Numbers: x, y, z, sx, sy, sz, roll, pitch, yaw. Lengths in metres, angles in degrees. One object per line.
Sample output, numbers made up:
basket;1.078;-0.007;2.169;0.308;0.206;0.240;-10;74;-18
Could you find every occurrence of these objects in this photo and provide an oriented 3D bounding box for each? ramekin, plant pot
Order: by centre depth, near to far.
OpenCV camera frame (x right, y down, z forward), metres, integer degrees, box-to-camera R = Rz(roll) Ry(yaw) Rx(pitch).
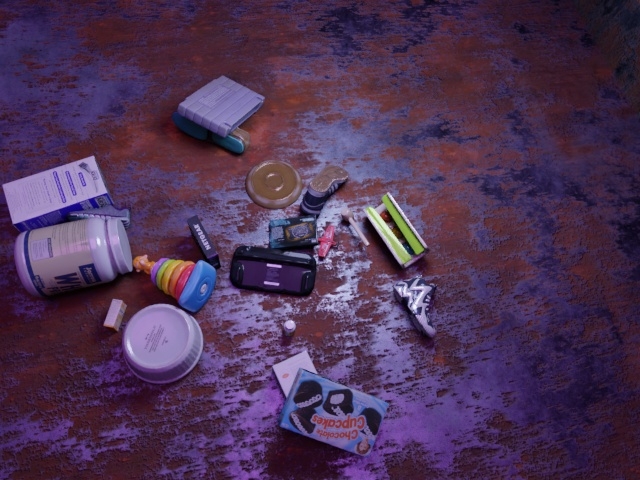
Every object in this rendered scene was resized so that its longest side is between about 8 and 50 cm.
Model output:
ramekin;-0.538;0.340;1.715;0.273;0.127;0.272;3;65;-6
plant pot;-0.190;-0.238;2.075;0.236;0.032;0.236;2;65;-4

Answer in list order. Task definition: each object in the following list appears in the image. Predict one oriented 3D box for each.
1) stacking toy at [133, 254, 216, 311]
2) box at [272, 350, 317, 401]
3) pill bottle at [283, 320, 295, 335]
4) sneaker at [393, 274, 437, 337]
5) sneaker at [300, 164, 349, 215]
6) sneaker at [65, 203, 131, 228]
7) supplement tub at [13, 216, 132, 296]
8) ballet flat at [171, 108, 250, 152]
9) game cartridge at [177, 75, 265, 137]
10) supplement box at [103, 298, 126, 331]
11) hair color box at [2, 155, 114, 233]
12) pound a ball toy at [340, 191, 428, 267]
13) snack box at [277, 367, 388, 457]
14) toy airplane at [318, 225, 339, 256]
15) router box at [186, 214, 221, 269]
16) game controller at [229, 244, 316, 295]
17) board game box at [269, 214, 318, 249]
stacking toy;-0.543;0.124;1.817;0.302;0.165;0.175;19;76;15
box;-0.072;0.482;1.720;0.130;0.091;0.170;-22;70;-15
pill bottle;-0.110;0.310;1.800;0.043;0.083;0.043;3;65;-6
sneaker;0.393;0.231;1.886;0.153;0.094;0.235;-29;61;-9
sneaker;0.011;-0.199;2.055;0.099;0.153;0.282;33;36;12
sneaker;-0.836;-0.096;1.922;0.224;0.083;0.098;6;52;-15
supplement tub;-0.843;0.050;1.756;0.325;0.235;0.235;-13;67;-12
ballet flat;-0.445;-0.475;2.124;0.343;0.116;0.124;22;45;4
game cartridge;-0.409;-0.564;2.116;0.230;0.068;0.355;25;41;6
supplement box;-0.714;0.261;1.768;0.036;0.062;0.098;11;65;0
hair color box;-0.984;-0.171;1.915;0.339;0.110;0.185;-22;68;-14
pound a ball toy;0.251;-0.033;1.994;0.208;0.136;0.319;-35;72;7
snack box;0.043;0.557;1.641;0.322;0.060;0.187;25;81;-14
toy airplane;0.000;0.000;1.987;0.151;0.028;0.151;4;59;-6
router box;-0.430;0.011;1.876;0.046;0.133;0.179;-27;71;-16
game controller;-0.176;0.113;1.907;0.319;0.067;0.166;8;79;-2
board game box;-0.104;-0.030;1.968;0.186;0.026;0.126;-6;65;6
